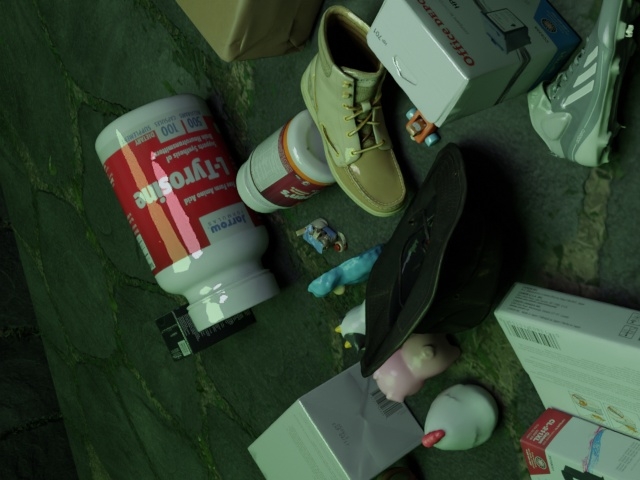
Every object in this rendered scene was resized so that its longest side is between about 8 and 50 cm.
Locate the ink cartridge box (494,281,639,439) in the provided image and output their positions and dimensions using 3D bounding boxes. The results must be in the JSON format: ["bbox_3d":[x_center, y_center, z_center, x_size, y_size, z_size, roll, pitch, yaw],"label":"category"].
[{"bbox_3d":[0.371,0.175,1.002,0.275,0.060,0.239,14,145,50],"label":"ink cartridge box"}]

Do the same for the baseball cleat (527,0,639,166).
[{"bbox_3d":[0.278,-0.176,0.889,0.109,0.072,0.206,18,125,30],"label":"baseball cleat"}]

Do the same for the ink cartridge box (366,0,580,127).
[{"bbox_3d":[0.169,-0.223,0.914,0.140,0.190,0.082,55,145,16],"label":"ink cartridge box"}]

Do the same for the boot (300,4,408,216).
[{"bbox_3d":[0.060,-0.173,1.141,0.203,0.095,0.262,119,128,-72],"label":"boot"}]

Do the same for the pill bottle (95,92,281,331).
[{"bbox_3d":[-0.238,-0.047,1.548,0.229,0.229,0.408,-30,85,56],"label":"pill bottle"}]

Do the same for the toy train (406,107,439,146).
[{"bbox_3d":[0.116,-0.212,1.124,0.166,0.046,0.125,58,145,11],"label":"toy train"}]

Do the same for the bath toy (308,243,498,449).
[{"bbox_3d":[0.126,0.180,1.276,0.348,0.129,0.151,54,144,16],"label":"bath toy"}]

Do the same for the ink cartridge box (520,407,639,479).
[{"bbox_3d":[0.360,0.308,1.061,0.175,0.072,0.128,13,132,50],"label":"ink cartridge box"}]

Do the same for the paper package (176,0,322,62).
[{"bbox_3d":[-0.122,-0.481,1.182,0.325,0.168,0.309,53,143,20],"label":"paper package"}]

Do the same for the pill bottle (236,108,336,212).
[{"bbox_3d":[-0.046,-0.121,1.334,0.221,0.121,0.121,-27,88,56],"label":"pill bottle"}]

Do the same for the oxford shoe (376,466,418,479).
[{"bbox_3d":[0.139,0.556,1.495,0.130,0.123,0.348,13,119,56],"label":"oxford shoe"}]

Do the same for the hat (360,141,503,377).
[{"bbox_3d":[0.166,0.045,1.103,0.133,0.331,0.331,19,141,-8],"label":"hat"}]

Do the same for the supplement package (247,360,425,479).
[{"bbox_3d":[0.021,0.366,1.488,0.178,0.175,0.293,55,145,13],"label":"supplement package"}]

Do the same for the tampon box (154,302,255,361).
[{"bbox_3d":[-0.245,0.173,1.750,0.120,0.161,0.102,-28,87,57],"label":"tampon box"}]

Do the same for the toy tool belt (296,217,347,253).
[{"bbox_3d":[0.000,0.000,1.407,0.083,0.051,0.052,39,138,34],"label":"toy tool belt"}]
